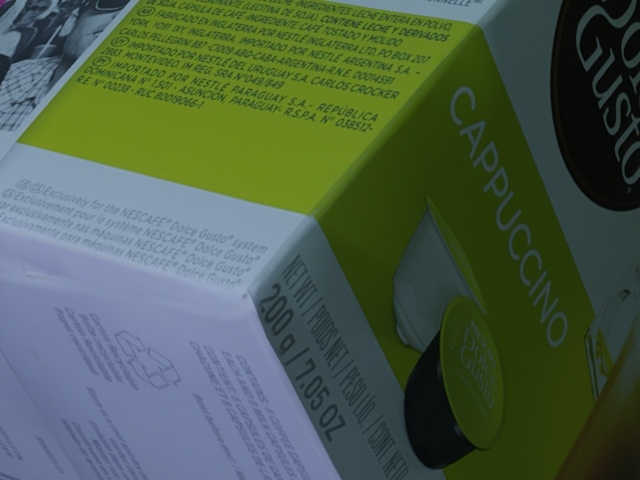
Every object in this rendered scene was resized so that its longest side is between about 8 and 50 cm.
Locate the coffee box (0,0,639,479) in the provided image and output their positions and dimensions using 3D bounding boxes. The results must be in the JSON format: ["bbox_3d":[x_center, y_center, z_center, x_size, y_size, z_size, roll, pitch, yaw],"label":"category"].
[{"bbox_3d":[0.000,0.000,0.928,0.338,0.337,0.334,13,51,40],"label":"coffee box"}]
